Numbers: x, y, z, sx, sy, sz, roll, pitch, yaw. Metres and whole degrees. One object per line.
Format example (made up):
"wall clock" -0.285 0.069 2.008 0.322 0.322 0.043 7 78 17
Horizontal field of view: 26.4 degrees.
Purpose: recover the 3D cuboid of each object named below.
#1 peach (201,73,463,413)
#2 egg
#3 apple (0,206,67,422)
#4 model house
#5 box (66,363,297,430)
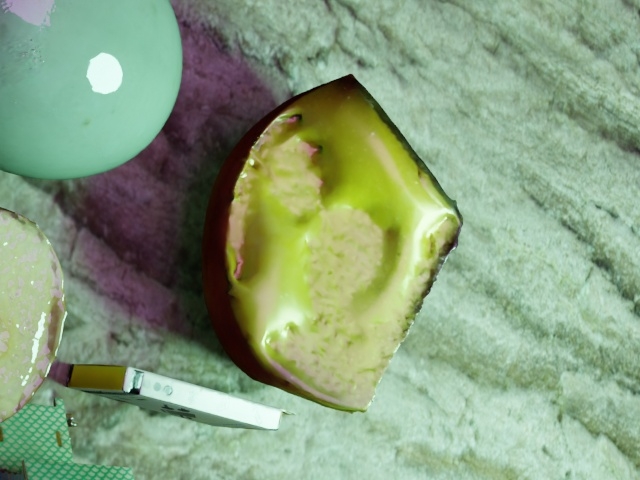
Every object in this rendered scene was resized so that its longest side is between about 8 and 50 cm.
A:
"peach" 0.000 0.000 1.675 0.306 0.242 0.380 26 82 -12
"egg" -0.289 -0.204 1.407 0.389 0.276 0.276 42 55 -66
"apple" -0.421 0.069 1.370 0.293 0.163 0.251 8 92 -33
"model house" -0.279 0.300 1.433 0.178 0.206 0.271 16 75 -37
"box" -0.159 0.188 1.592 0.247 0.129 0.033 21 74 -35
